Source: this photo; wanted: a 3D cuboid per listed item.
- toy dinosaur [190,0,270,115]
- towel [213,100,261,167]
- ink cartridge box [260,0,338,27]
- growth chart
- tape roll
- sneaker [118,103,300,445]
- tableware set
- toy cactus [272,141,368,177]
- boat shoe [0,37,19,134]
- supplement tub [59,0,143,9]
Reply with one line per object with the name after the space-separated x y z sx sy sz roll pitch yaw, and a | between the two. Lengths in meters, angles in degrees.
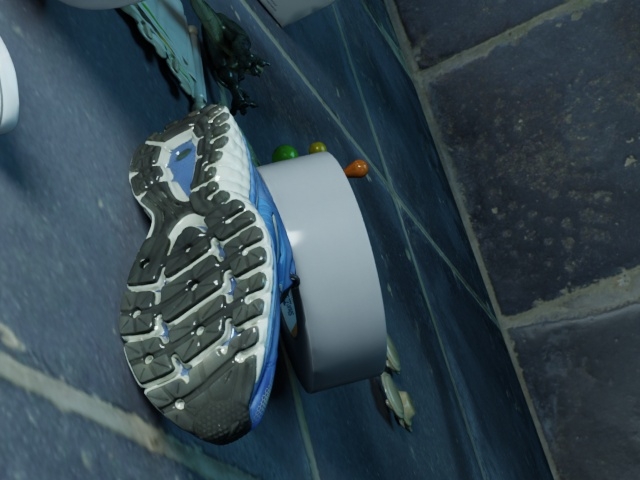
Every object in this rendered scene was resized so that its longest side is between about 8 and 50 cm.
-0.102 -0.213 1.256 0.268 0.064 0.118 68 -4 -72 | toy dinosaur
-0.089 -0.077 1.198 0.110 0.027 0.148 57 17 -32 | towel
-0.009 -0.474 1.716 0.168 0.232 0.171 39 30 -62 | ink cartridge box
-0.178 -0.251 1.160 0.237 0.021 0.172 56 17 -36 | growth chart
-0.005 0.030 1.068 0.219 0.072 0.219 167 -90 -80 | tape roll
-0.067 0.031 0.893 0.147 0.129 0.330 53 19 -36 | sneaker
0.087 0.171 1.471 0.141 0.020 0.169 47 22 -59 | tableware set
0.000 0.000 1.273 0.181 0.112 0.219 -78 160 -45 | toy cactus
-0.234 -0.132 0.720 0.040 0.049 0.142 -17 85 -43 | boat shoe
-0.195 -0.351 0.822 0.316 0.228 0.228 54 19 -44 | supplement tub
